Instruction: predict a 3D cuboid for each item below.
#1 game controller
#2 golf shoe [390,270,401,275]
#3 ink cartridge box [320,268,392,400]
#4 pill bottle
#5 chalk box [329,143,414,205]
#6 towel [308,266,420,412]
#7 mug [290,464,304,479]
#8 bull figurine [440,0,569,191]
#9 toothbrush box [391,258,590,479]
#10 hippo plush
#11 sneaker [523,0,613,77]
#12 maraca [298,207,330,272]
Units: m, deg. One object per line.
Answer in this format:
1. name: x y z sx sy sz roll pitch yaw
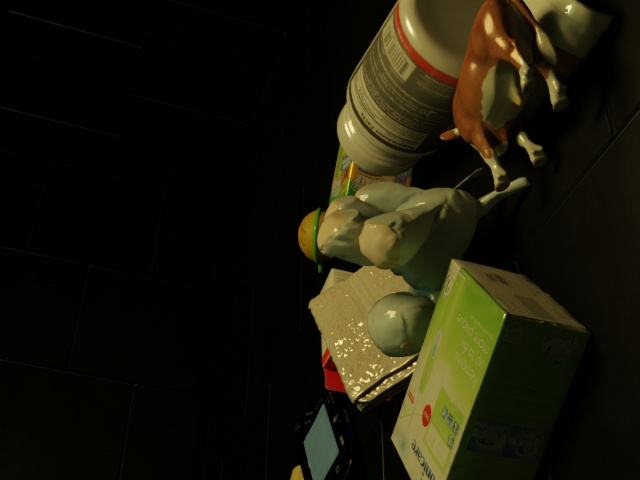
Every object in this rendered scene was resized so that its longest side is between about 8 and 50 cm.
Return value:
1. game controller: 0.011 0.413 1.877 0.319 0.067 0.166 -115 41 -66
2. golf shoe: 0.185 0.012 1.591 0.198 0.094 0.077 -56 -22 -54
3. ink cartridge box: 0.075 0.169 1.719 0.231 0.134 0.078 -94 22 -46
4. pill bottle: 0.168 -0.270 1.611 0.363 0.210 0.210 128 151 -59
5. chalk box: 0.100 -0.118 1.876 0.132 0.132 0.213 159 123 -73
6. towel: 0.092 0.141 1.577 0.187 0.049 0.282 -34 39 4
7. mug: -0.031 0.503 1.992 0.078 0.062 0.064 -40 20 22
8. bull figurine: 0.247 -0.191 1.310 0.310 0.101 0.188 87 161 -52
9. toothbrush box: 0.210 0.195 1.228 0.206 0.122 0.283 -119 42 -69
10. hippo plush: 0.140 0.042 1.422 0.234 0.294 0.236 20 125 58
11. sneaker: 0.305 -0.323 1.348 0.290 0.106 0.123 -103 32 -57
12. maraca: 0.000 0.000 2.230 0.185 0.099 0.127 77 -158 -60
